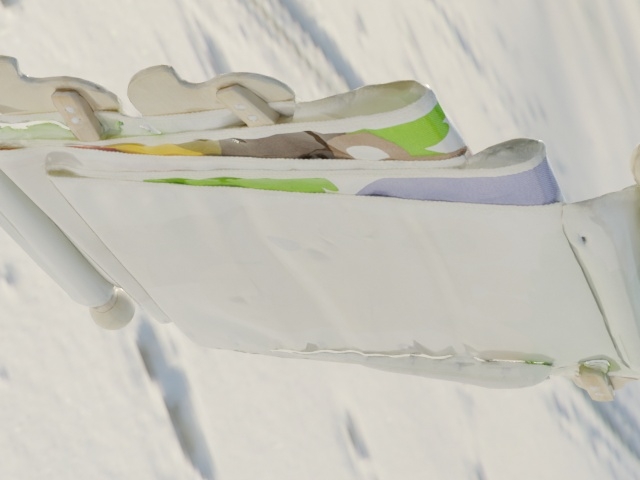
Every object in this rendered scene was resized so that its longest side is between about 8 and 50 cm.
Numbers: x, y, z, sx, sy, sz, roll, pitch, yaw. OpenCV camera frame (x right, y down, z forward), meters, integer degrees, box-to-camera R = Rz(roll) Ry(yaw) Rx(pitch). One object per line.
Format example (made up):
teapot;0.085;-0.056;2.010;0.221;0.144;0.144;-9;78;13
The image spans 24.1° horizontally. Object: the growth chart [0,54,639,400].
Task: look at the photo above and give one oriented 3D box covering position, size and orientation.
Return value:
growth chart;0.000;0.000;0.437;0.172;0.237;0.021;70;31;-57
